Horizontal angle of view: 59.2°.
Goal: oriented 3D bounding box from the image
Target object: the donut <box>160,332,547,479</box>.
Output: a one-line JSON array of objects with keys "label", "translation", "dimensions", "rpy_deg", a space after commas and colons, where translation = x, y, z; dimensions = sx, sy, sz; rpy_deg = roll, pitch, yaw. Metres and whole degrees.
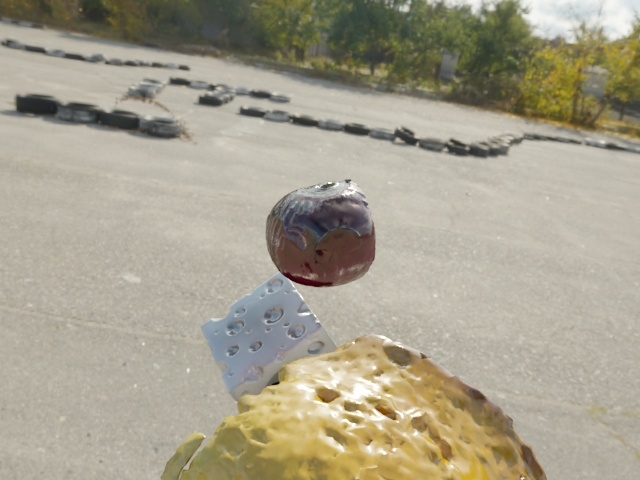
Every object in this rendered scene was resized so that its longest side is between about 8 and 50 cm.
[{"label": "donut", "translation": [-0.006, 0.309, 0.381], "dimensions": [0.377, 0.435, 0.163], "rpy_deg": [44, 25, 18]}]

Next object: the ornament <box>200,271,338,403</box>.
[{"label": "ornament", "translation": [-0.094, 0.269, 1.315], "dimensions": [0.239, 0.239, 0.240], "rpy_deg": [-34, 38, -6]}]

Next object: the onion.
[{"label": "onion", "translation": [-0.005, 0.001, 1.157], "dimensions": [0.206, 0.216, 0.206], "rpy_deg": [-8, 24, -11]}]
